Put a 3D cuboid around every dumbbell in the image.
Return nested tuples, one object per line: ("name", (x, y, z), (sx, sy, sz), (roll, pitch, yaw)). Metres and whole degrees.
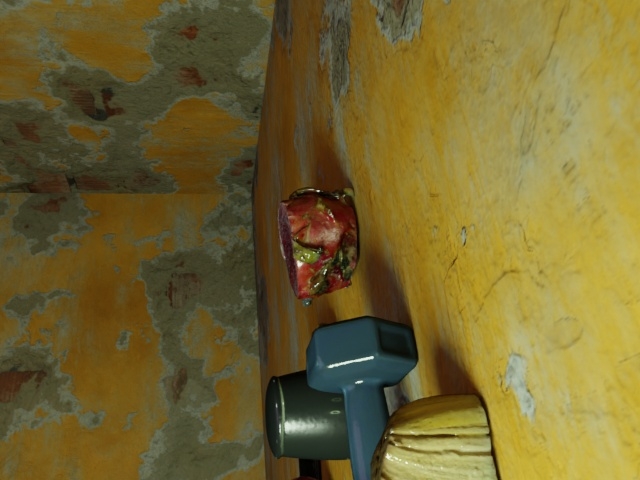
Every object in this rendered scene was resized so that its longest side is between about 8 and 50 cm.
("dumbbell", (0.066, 0.263, 0.747), (0.144, 0.159, 0.325), (53, -154, -58))

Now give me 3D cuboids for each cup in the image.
("cup", (-0.017, 0.316, 1.091), (0.223, 0.176, 0.169), (-165, 72, -78))

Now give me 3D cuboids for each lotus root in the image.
("lotus root", (0.116, 0.235, 0.596), (0.095, 0.135, 0.160), (109, 171, -62))

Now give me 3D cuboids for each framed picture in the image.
("framed picture", (-0.034, 0.600, 1.605), (0.324, 0.013, 0.244), (123, 144, -70))

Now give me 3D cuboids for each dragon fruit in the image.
("dragon fruit", (0.000, 0.000, 1.128), (0.282, 0.147, 0.211), (-163, 64, -81))

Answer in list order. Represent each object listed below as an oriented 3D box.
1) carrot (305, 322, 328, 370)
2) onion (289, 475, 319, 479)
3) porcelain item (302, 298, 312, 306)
("carrot", (-0.002, 0.263, 1.294), (0.229, 0.068, 0.069), (101, 164, -48))
("onion", (-0.035, 0.611, 1.279), (0.177, 0.153, 0.177), (-164, 90, -72))
("porcelain item", (-0.032, 0.145, 1.533), (0.083, 0.028, 0.036), (101, -179, -50))
